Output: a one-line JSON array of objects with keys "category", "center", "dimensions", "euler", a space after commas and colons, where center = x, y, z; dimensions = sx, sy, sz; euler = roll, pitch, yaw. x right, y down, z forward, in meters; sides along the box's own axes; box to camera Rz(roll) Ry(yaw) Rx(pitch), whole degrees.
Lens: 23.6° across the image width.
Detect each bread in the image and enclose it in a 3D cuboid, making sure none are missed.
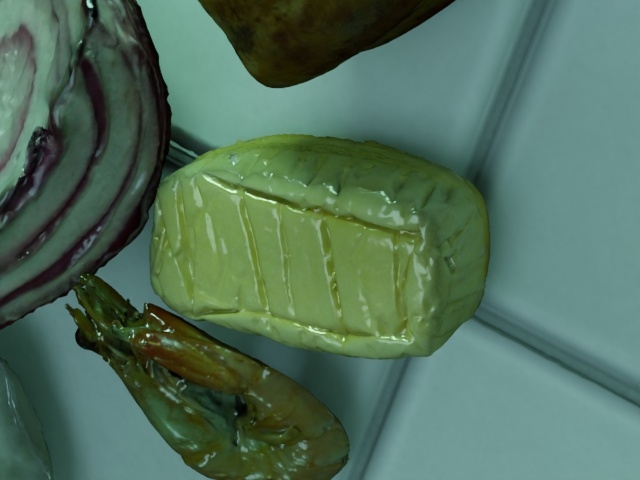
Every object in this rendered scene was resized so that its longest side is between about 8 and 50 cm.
[{"category": "bread", "center": [0.000, 0.000, 1.058], "dimensions": [0.236, 0.106, 0.140], "euler": [10, 114, 25]}]

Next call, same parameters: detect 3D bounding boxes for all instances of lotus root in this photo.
[{"category": "lotus root", "center": [0.040, -0.230, 0.908], "dimensions": [0.193, 0.193, 0.291], "euler": [50, 123, 2]}]

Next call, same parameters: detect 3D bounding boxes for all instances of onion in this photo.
[{"category": "onion", "center": [-0.210, -0.090, 1.114], "dimensions": [0.314, 0.146, 0.280], "euler": [-63, 35, 21]}]

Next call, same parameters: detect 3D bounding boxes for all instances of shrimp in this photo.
[{"category": "shrimp", "center": [-0.082, 0.108, 1.114], "dimensions": [0.145, 0.061, 0.267], "euler": [-18, 127, 40]}]

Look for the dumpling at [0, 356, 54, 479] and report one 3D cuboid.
[{"category": "dumpling", "center": [-0.352, 0.180, 1.280], "dimensions": [0.260, 0.181, 0.341], "euler": [-12, 81, 22]}]
